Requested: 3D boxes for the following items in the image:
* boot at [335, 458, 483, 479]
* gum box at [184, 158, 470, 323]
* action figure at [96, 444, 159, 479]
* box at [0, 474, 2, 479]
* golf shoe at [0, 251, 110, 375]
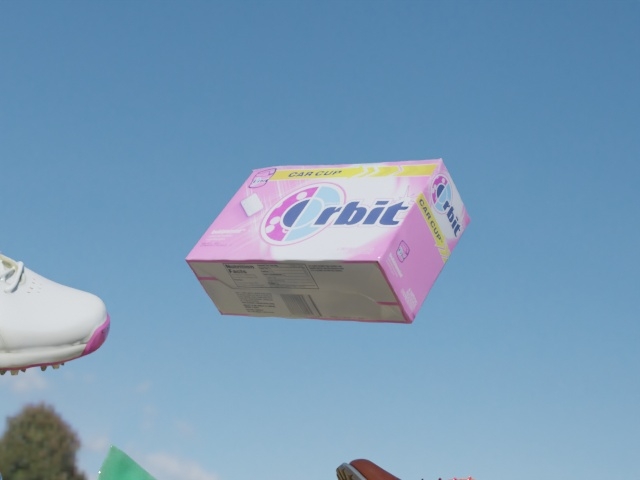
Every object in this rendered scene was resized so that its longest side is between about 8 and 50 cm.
[{"bbox_3d":[0.089,0.215,0.928,0.158,0.085,0.059,34,-28,17],"label":"boot"},{"bbox_3d":[0.000,0.000,0.847,0.188,0.107,0.062,0,-48,37],"label":"gum box"},{"bbox_3d":[-0.094,0.269,0.882,0.232,0.137,0.063,32,-18,-19],"label":"action figure"},{"bbox_3d":[-0.411,0.324,1.141,0.190,0.184,0.045,-6,-46,-9],"label":"box"},{"bbox_3d":[-0.327,0.028,0.971,0.306,0.140,0.115,10,21,-11],"label":"golf shoe"}]
